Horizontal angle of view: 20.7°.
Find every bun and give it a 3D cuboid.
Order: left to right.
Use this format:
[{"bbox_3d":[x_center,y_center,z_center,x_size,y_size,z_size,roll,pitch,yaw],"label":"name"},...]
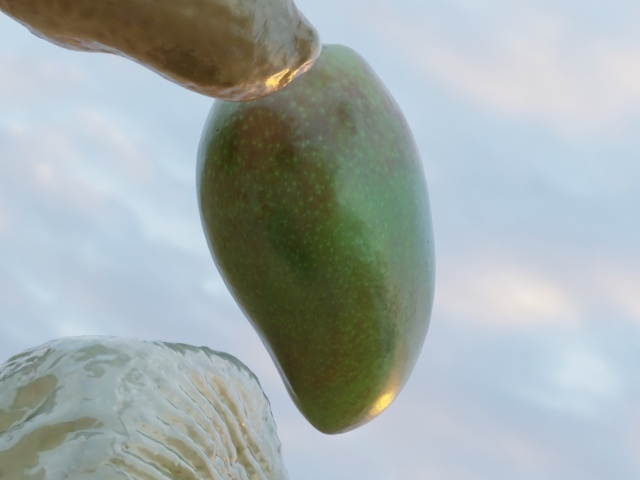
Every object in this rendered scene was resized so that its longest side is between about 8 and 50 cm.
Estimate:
[{"bbox_3d":[-0.151,0.221,1.201,0.227,0.352,0.349,-13,-48,18],"label":"bun"}]

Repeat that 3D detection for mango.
[{"bbox_3d":[0.000,0.000,1.641,0.201,0.225,0.382,0,-74,32],"label":"mango"}]

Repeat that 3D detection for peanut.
[{"bbox_3d":[-0.119,-0.173,1.165,0.253,0.122,0.137,22,-16,9],"label":"peanut"}]
